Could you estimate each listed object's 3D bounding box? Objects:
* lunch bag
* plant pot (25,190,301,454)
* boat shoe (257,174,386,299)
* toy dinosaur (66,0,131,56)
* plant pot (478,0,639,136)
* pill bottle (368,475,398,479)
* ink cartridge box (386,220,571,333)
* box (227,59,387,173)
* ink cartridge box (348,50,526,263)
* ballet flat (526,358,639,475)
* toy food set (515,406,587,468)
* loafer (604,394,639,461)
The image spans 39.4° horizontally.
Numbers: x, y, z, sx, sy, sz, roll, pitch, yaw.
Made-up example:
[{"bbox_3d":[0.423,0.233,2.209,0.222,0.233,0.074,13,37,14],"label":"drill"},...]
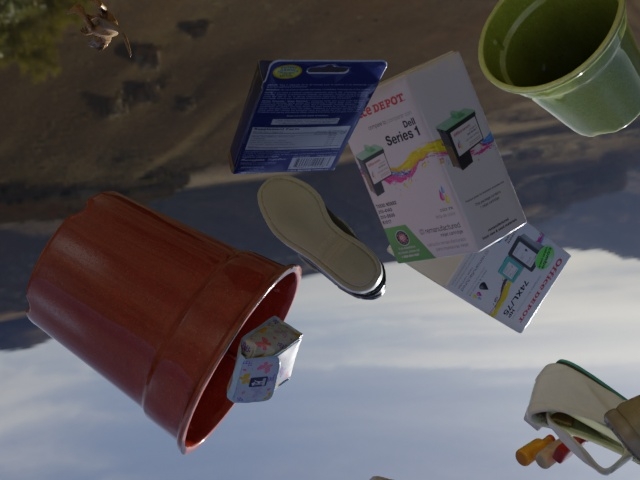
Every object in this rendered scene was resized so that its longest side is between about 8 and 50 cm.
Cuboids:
[{"bbox_3d":[-0.063,0.133,0.962,0.053,0.071,0.083,33,-145,23],"label":"lunch bag"},{"bbox_3d":[-0.207,0.084,1.138,0.265,0.272,0.272,30,-173,9],"label":"plant pot"},{"bbox_3d":[0.000,0.000,1.621,0.114,0.302,0.091,-40,155,-3],"label":"boat shoe"},{"bbox_3d":[-0.362,-0.366,1.508,0.064,0.112,0.211,-48,-158,-10],"label":"toy dinosaur"},{"bbox_3d":[0.472,-0.326,1.636,0.276,0.276,0.254,-9,149,40],"label":"plant pot"},{"bbox_3d":[0.249,0.506,1.397,0.392,0.224,0.224,16,176,-8],"label":"pill bottle"},{"bbox_3d":[0.321,0.025,1.801,0.270,0.198,0.197,30,-176,-39],"label":"ink cartridge box"},{"bbox_3d":[-0.020,-0.150,1.036,0.136,0.036,0.225,-3,155,-19],"label":"box"},{"bbox_3d":[0.161,-0.120,1.358,0.117,0.278,0.201,-27,-172,-31],"label":"ink cartridge box"},{"bbox_3d":[0.494,0.324,1.363,0.400,0.139,0.139,27,-159,33],"label":"ballet flat"},{"bbox_3d":[0.501,0.392,1.878,0.104,0.232,0.111,-21,-137,-34],"label":"toy food set"},{"bbox_3d":[0.486,0.285,1.170,0.092,0.268,0.102,-46,-155,13],"label":"loafer"}]
